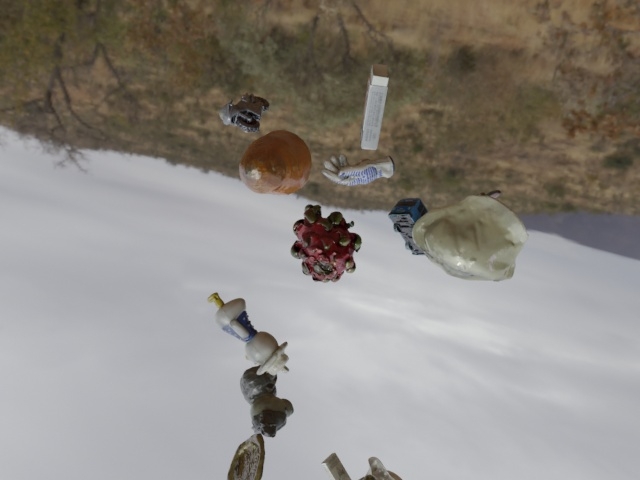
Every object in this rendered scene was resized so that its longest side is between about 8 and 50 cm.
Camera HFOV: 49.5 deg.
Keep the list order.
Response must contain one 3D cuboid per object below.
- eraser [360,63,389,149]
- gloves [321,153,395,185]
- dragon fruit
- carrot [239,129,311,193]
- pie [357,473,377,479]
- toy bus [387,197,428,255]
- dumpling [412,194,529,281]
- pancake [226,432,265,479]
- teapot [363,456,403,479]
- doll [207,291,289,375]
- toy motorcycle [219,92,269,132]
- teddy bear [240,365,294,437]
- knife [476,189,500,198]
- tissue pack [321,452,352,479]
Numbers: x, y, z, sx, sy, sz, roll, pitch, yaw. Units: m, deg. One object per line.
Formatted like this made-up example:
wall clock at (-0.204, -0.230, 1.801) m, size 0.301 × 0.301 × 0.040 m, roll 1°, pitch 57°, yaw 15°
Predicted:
eraser at (0.082, -0.203, 1.063) m, size 0.029 × 0.122 × 0.052 m, roll 5°, pitch -145°, yaw -3°
gloves at (0.115, -0.216, 2.125) m, size 0.229 × 0.097 × 0.119 m, roll 0°, pitch -175°, yaw -11°
dragon fruit at (-0.004, 0.003, 2.072) m, size 0.273 × 0.218 × 0.198 m, roll 34°, pitch -149°, yaw 32°
carrot at (-0.123, -0.164, 1.587) m, size 0.159 × 0.159 × 0.225 m, roll 16°, pitch -162°, yaw 13°
pie at (0.034, 0.594, 1.442) m, size 0.090 × 0.248 × 0.201 m, roll 47°, pitch -139°, yaw -3°
toy bus at (0.294, -0.045, 2.145) m, size 0.090 × 0.106 × 0.184 m, roll 2°, pitch 139°, yaw 43°
dumpling at (0.428, -0.012, 1.972) m, size 0.318 × 0.243 × 0.187 m, roll 25°, pitch -160°, yaw 5°
pancake at (-0.216, 0.676, 2.045) m, size 0.029 × 0.212 × 0.235 m, roll 26°, pitch -173°, yaw -22°
teapot at (0.173, 0.690, 1.835) m, size 0.145 × 0.092 × 0.226 m, roll -18°, pitch -118°, yaw -30°
doll at (-0.193, 0.254, 1.872) m, size 0.293 × 0.119 × 0.138 m, roll 44°, pitch 175°, yaw 2°
toy motorcycle at (-0.220, -0.371, 2.007) m, size 0.122 × 0.080 × 0.215 m, roll 19°, pitch -146°, yaw -5°
teddy bear at (-0.171, 0.534, 2.240) m, size 0.144 × 0.171 × 0.251 m, roll -4°, pitch -124°, yaw -25°
knife at (0.533, -0.142, 2.284) m, size 0.018 × 0.035 × 0.247 m, roll 9°, pitch 174°, yaw -11°
tissue pack at (0.050, 0.685, 2.042) m, size 0.056 × 0.108 × 0.023 m, roll -32°, pitch -179°, yaw -44°
